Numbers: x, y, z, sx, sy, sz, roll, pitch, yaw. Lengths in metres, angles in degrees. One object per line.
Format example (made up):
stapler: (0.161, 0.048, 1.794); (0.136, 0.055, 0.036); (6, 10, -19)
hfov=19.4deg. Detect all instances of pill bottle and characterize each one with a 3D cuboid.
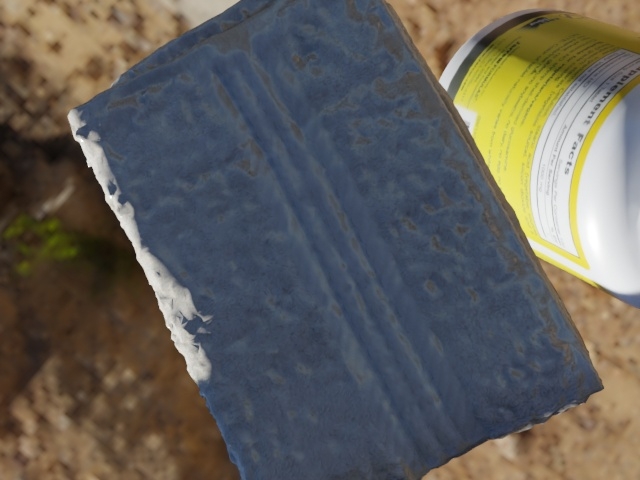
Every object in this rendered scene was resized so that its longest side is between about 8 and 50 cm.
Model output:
pill bottle: (0.234, -0.055, 1.381); (0.188, 0.188, 0.334); (54, 170, -29)

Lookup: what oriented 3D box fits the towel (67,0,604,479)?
towel: (0.000, 0.000, 0.963); (0.282, 0.187, 0.049); (63, -172, 22)
